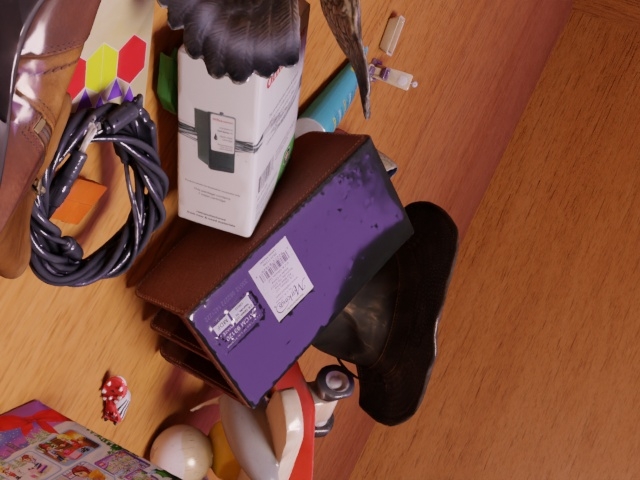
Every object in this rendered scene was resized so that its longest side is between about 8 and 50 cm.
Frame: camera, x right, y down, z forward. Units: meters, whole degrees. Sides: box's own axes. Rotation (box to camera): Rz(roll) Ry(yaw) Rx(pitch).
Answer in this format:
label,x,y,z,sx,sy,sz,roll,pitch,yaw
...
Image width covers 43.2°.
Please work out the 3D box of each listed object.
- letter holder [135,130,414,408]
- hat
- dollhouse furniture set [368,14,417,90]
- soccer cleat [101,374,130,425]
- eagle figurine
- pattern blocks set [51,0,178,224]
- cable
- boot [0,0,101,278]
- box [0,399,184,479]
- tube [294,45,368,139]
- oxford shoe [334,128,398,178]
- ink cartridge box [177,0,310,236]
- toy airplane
label,x,y,z,sx,sy,sz,roll,pitch,yaw
letter holder,-0.076,0.013,0.974,0.302,0.214,0.152,-45,126,-24
hat,0.055,0.079,1.070,0.331,0.134,0.331,-165,-90,-78
dollhouse furniture set,0.127,-0.301,1.298,0.114,0.081,0.091,-70,163,10
soccer cleat,-0.235,0.179,0.939,0.035,0.029,0.083,-60,167,-50
eagle figurine,-0.001,-0.277,0.687,0.225,0.226,0.298,-88,-159,-68
pattern blocks set,-0.197,-0.138,0.635,0.325,0.026,0.285,-32,142,-62
cable,-0.187,-0.027,0.684,0.150,0.047,0.184,-49,157,-45
boot,-0.160,-0.102,0.468,0.280,0.096,0.264,164,-61,-81
box,-0.257,0.238,0.651,0.293,0.201,0.057,-20,131,-66
tube,0.023,-0.206,1.184,0.207,0.052,0.080,-58,173,-44
oxford shoe,0.000,0.000,1.225,0.348,0.130,0.123,-63,165,-7
ink cartridge box,-0.081,-0.134,0.835,0.153,0.087,0.208,-66,170,-46
toy airplane,-0.104,0.339,1.118,0.384,0.273,0.386,-143,-115,-80
